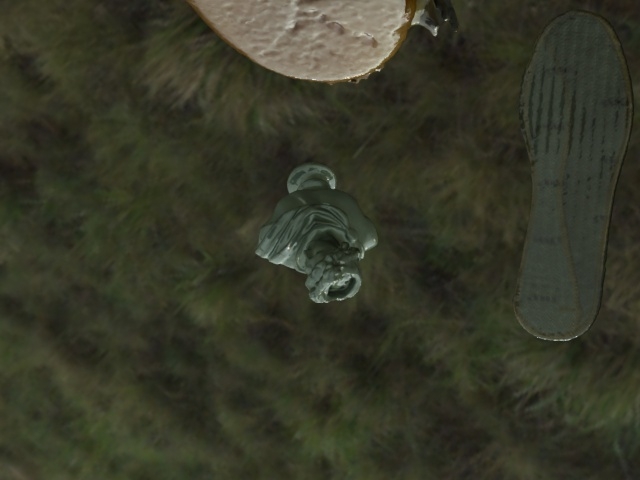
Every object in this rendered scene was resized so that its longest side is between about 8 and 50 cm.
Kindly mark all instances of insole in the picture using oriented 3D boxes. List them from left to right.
[{"bbox_3d":[0.249,-0.072,1.040,0.119,0.349,0.009,3,167,27],"label":"insole"}]

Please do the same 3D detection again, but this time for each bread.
[{"bbox_3d":[-0.026,-0.287,0.963,0.236,0.183,0.388,3,156,29],"label":"bread"}]

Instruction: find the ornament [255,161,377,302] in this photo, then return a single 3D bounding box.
[{"bbox_3d":[0.000,-0.002,0.583,0.092,0.068,0.041,47,144,35],"label":"ornament"}]
